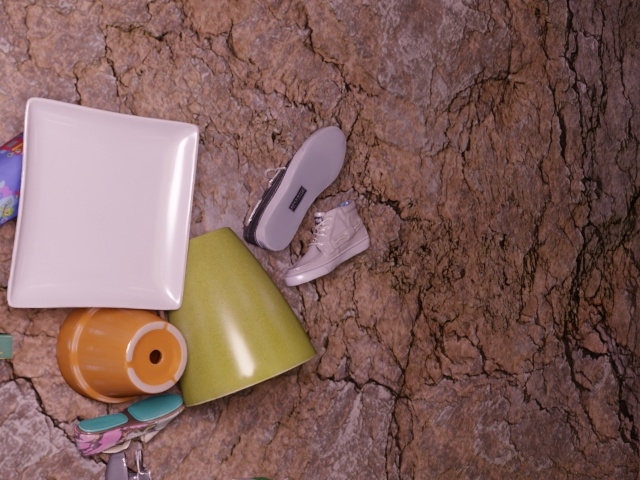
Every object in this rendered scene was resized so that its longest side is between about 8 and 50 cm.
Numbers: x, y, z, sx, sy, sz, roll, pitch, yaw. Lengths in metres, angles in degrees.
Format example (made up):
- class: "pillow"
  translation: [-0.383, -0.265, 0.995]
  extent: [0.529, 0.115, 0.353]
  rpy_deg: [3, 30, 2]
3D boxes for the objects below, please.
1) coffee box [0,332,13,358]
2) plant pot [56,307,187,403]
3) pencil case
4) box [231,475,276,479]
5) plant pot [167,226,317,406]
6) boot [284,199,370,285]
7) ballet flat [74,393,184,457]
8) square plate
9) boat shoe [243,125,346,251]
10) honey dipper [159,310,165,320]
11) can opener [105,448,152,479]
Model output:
- class: "coffee box"
  translation: [-0.587, 0.165, 1.642]
  extent: [0.113, 0.184, 0.040]
  rpy_deg: [5, 88, -40]
- class: "plant pot"
  translation: [-0.346, 0.203, 1.843]
  extent: [0.205, 0.188, 0.205]
  rpy_deg: [-2, 93, -40]
- class: "pencil case"
  translation: [-0.508, -0.113, 1.743]
  extent: [0.306, 0.119, 0.133]
  rpy_deg: [-42, 140, -32]
- class: "box"
  translation: [-0.126, 0.549, 2.098]
  extent: [0.087, 0.101, 0.102]
  rpy_deg: [4, 87, -40]
- class: "plant pot"
  translation: [-0.186, 0.133, 1.956]
  extent: [0.275, 0.275, 0.293]
  rpy_deg: [-19, 87, -38]
- class: "boot"
  translation: [0.000, 0.000, 2.202]
  extent: [0.258, 0.095, 0.123]
  rpy_deg: [-31, 105, -44]
- class: "ballet flat"
  translation: [-0.361, 0.356, 1.921]
  extent: [0.221, 0.077, 0.079]
  rpy_deg: [-15, 119, -34]
- class: "square plate"
  translation: [-0.375, -0.054, 1.757]
  extent: [0.347, 0.049, 0.344]
  rpy_deg: [5, 92, -43]
- class: "boat shoe"
  translation: [-0.058, -0.115, 2.130]
  extent: [0.113, 0.105, 0.306]
  rpy_deg: [38, 75, -39]
- class: "honey dipper"
  translation: [-0.314, 0.096, 1.971]
  extent: [0.030, 0.030, 0.160]
  rpy_deg: [-16, 103, -39]
- class: "can opener"
  translation: [-0.355, 0.540, 1.941]
  extent: [0.095, 0.076, 0.283]
  rpy_deg: [-5, 96, -7]
